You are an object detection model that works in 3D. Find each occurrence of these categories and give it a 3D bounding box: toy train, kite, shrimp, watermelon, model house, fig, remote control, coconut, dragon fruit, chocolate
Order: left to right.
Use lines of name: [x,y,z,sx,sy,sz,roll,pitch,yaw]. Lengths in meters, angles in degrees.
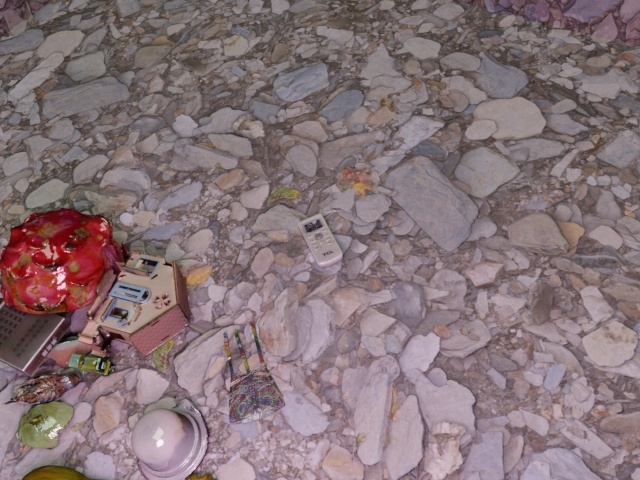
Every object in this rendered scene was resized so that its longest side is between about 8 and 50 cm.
shrimp: [-0.776,0.422,1.650,0.232,0.079,0.090,-20,92,-1]
coconut: [-0.748,0.499,1.599,0.158,0.055,0.133,-28,53,-8]
dragon fruit: [-0.779,0.035,1.779,0.386,0.249,0.370,-29,43,-35]
fig: [-0.607,0.610,1.444,0.259,0.151,0.151,-14,53,-7]
watermelon: [-0.720,0.307,1.740,0.155,0.080,0.101,-25,19,-5]
toy train: [-0.644,0.351,1.671,0.122,0.081,0.050,3,62,13]
model house: [-0.506,0.192,1.705,0.244,0.169,0.326,14,55,14]
chocolate: [-0.391,0.490,1.486,0.221,0.147,0.221,-5,50,6]
kite: [-0.198,0.359,1.627,0.152,0.015,0.286,-16,56,-5]
remote control: [0.000,0.000,1.836,0.087,0.029,0.190,-23,54,-6]

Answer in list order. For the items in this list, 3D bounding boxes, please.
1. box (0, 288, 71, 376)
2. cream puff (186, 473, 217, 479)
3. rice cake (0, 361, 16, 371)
box: [-0.898,0.258,1.721,0.324,0.047,0.180,15,59,27]
cream puff: [-0.294,0.604,1.438,0.083,0.058,0.083,32,68,26]
rice cake: [-0.899,0.294,1.767,0.069,0.063,0.207,0,53,18]
